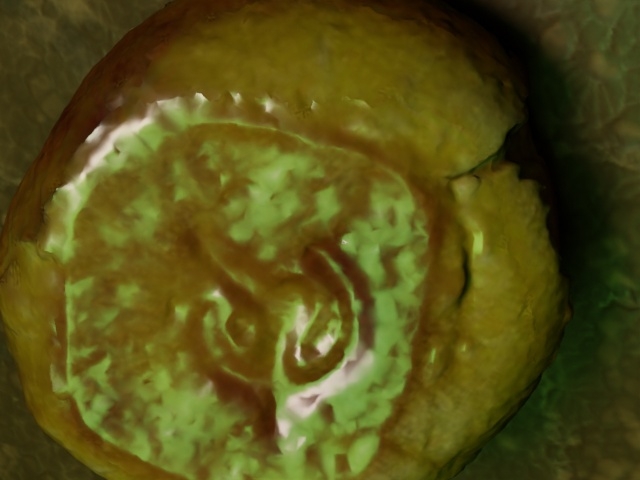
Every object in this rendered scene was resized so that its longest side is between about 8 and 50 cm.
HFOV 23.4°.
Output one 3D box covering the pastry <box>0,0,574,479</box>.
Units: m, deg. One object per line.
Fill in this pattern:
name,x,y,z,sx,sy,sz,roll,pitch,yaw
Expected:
pastry,-0.022,0.009,0.920,0.355,0.164,0.356,-1,106,-3
